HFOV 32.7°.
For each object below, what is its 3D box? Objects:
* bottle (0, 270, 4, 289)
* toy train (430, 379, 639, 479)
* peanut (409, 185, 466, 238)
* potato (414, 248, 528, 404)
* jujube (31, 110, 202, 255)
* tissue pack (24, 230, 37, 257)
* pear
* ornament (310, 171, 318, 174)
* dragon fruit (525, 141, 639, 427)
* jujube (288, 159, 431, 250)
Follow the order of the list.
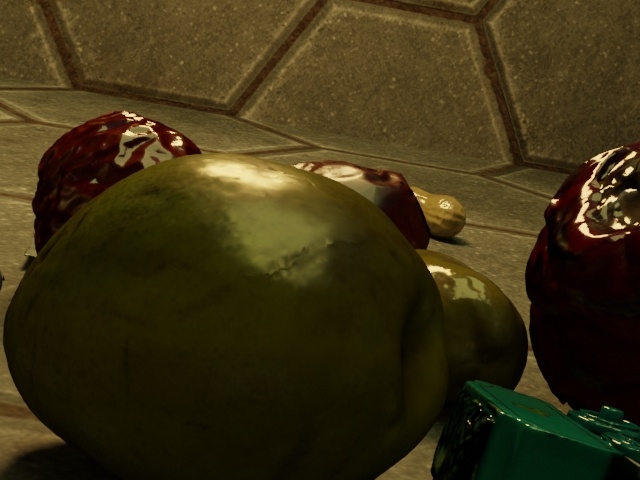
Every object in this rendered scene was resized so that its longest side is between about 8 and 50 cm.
[{"bbox_3d":[-0.378,0.013,1.161,0.060,0.060,0.217,5,14,-24],"label":"bottle"},{"bbox_3d":[0.161,0.163,0.753,0.155,0.107,0.198,17,2,-5],"label":"toy train"},{"bbox_3d":[0.180,-0.053,1.935,0.187,0.082,0.082,18,14,37],"label":"peanut"},{"bbox_3d":[0.120,0.084,1.078,0.155,0.136,0.200,8,11,-15],"label":"potato"},{"bbox_3d":[-0.202,-0.027,1.139,0.213,0.212,0.232,4,14,-29],"label":"jujube"},{"bbox_3d":[-0.255,0.018,1.324,0.193,0.026,0.122,8,13,-12],"label":"tissue pack"},{"bbox_3d":[-0.068,0.065,0.761,0.307,0.252,0.253,6,7,33],"label":"pear"},{"bbox_3d":[-0.021,0.036,1.049,0.081,0.203,0.088,19,10,3],"label":"ornament"},{"bbox_3d":[0.342,0.054,1.003,0.329,0.329,0.329,10,12,-2],"label":"dragon fruit"},{"bbox_3d":[0.000,0.000,1.221,0.243,0.183,0.183,-15,9,8],"label":"jujube"}]
